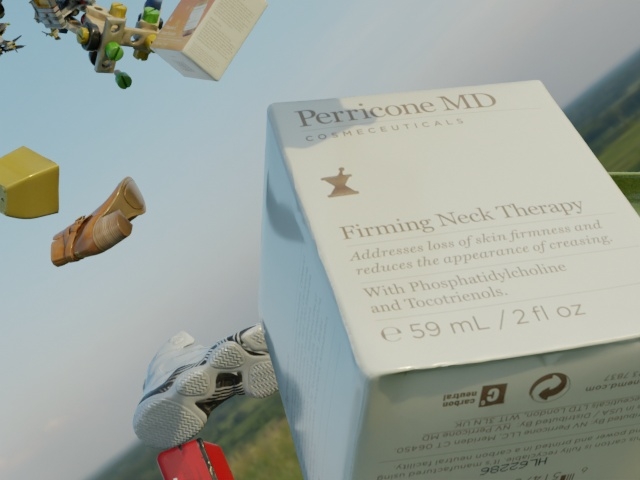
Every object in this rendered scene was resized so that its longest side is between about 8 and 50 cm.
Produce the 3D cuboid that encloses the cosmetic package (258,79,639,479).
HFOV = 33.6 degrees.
[{"bbox_3d":[0.130,0.081,1.117,0.330,0.393,0.327,-7,-47,-13],"label":"cosmetic package"}]

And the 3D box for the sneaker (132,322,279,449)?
[{"bbox_3d":[-0.189,0.223,1.963,0.366,0.137,0.210,-33,23,3],"label":"sneaker"}]

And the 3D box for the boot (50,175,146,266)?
[{"bbox_3d":[-0.398,-0.035,1.883,0.152,0.073,0.197,-25,23,17],"label":"boot"}]

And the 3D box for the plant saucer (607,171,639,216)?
[{"bbox_3d":[0.367,-0.012,1.339,0.188,0.045,0.188,-44,23,-21],"label":"plant saucer"}]

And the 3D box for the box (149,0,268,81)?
[{"bbox_3d":[-0.197,-0.377,1.861,0.130,0.091,0.170,18,74,54],"label":"box"}]

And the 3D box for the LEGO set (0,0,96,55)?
[{"bbox_3d":[-0.570,-0.425,1.898,0.255,0.192,0.331,2,41,29],"label":"LEGO set"}]

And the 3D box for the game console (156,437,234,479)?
[{"bbox_3d":[-0.203,0.424,1.826,0.124,0.144,0.085,-18,-28,-18],"label":"game console"}]

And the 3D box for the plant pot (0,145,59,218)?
[{"bbox_3d":[-0.433,-0.075,1.518,0.083,0.081,0.081,-30,-43,-46],"label":"plant pot"}]

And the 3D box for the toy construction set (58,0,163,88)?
[{"bbox_3d":[-0.403,-0.475,2.266,0.257,0.237,0.309,32,-77,-41],"label":"toy construction set"}]
